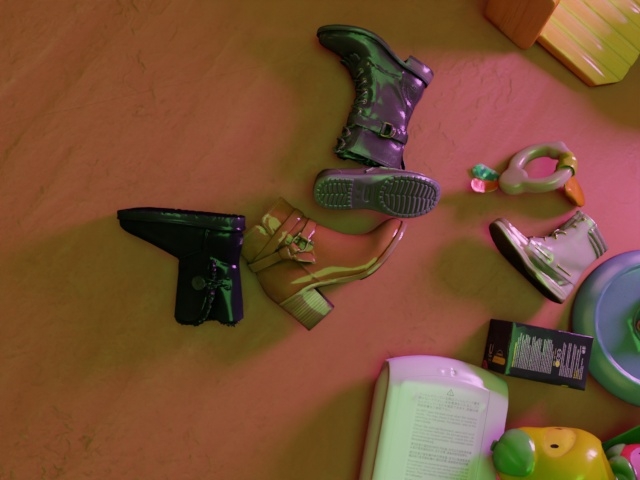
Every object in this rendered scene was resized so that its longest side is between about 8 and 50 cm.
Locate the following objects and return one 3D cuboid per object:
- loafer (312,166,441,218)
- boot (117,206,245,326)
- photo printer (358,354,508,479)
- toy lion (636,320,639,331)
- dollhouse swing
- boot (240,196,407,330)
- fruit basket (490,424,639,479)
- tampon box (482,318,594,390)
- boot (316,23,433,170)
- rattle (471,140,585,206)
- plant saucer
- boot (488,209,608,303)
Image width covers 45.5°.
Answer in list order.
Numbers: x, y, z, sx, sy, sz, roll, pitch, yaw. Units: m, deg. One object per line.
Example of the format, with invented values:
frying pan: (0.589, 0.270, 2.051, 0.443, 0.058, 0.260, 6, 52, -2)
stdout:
loafer: (0.104, -0.104, 1.425, 0.251, 0.087, 0.094, 6, 120, -16)
boot: (-0.254, 0.048, 1.376, 0.246, 0.094, 0.207, 6, 97, 8)
photo printer: (0.210, 0.371, 1.418, 0.256, 0.107, 0.307, 10, 85, -7)
toy lion: (0.660, 0.140, 1.445, 0.096, 0.034, 0.100, 22, 77, 2)
dollhouse swing: (0.541, -0.513, 1.429, 0.305, 0.315, 0.347, 36, 83, 6)
boot: (0.000, 0.000, 1.422, 0.283, 0.109, 0.220, -42, 89, 0)
fruit basket: (0.495, 0.428, 1.310, 0.283, 0.392, 0.392, -39, 93, 28)
tampon box: (0.408, 0.214, 1.445, 0.161, 0.120, 0.101, 12, 85, -7)
boot: (0.078, -0.262, 1.440, 0.263, 0.091, 0.229, 25, 84, -8)
rattle: (0.406, -0.105, 1.507, 0.200, 0.143, 0.130, -25, 58, 7)
plant saucer: (0.651, 0.166, 1.474, 0.317, 0.044, 0.317, -1, 74, 4)
boot: (0.444, -0.004, 1.484, 0.213, 0.077, 0.165, 45, 83, -9)
